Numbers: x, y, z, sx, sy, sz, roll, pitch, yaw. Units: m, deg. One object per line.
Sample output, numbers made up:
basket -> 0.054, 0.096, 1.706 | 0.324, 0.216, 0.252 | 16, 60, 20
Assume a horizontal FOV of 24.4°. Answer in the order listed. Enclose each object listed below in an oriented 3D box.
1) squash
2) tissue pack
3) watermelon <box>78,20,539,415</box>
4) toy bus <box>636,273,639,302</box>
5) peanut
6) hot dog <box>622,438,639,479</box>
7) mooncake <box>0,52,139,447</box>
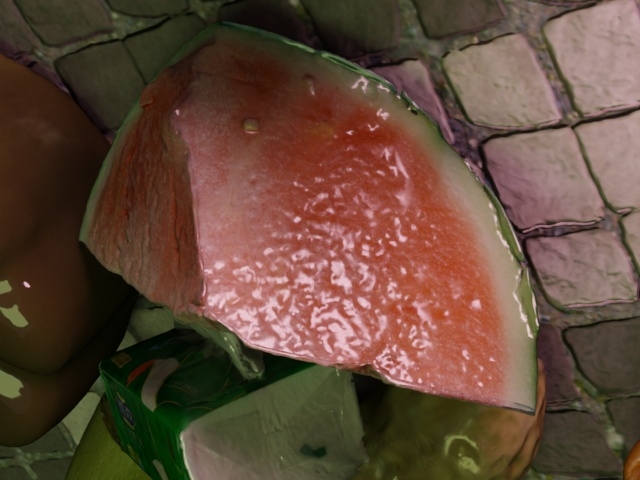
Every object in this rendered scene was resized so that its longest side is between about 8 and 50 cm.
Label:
squash -> -0.174, 0.225, 1.413 | 0.132, 0.132, 0.247 | 32, 136, 3
tissue pack -> -0.080, 0.113, 1.193 | 0.209, 0.148, 0.156 | 23, 129, 64
watermelon -> 0.001, -0.029, 1.087 | 0.292, 0.319, 0.222 | 13, 95, -18
toy bus -> 0.313, 0.021, 1.009 | 0.178, 0.098, 0.087 | 16, 132, 14
peanut -> 0.071, 0.185, 1.233 | 0.152, 0.152, 0.313 | 45, 131, -9
hot dog -> 0.328, 0.139, 1.108 | 0.109, 0.072, 0.269 | 46, 131, -8
mooncake -> -0.344, 0.014, 1.291 | 0.378, 0.201, 0.378 | 15, 131, 18
